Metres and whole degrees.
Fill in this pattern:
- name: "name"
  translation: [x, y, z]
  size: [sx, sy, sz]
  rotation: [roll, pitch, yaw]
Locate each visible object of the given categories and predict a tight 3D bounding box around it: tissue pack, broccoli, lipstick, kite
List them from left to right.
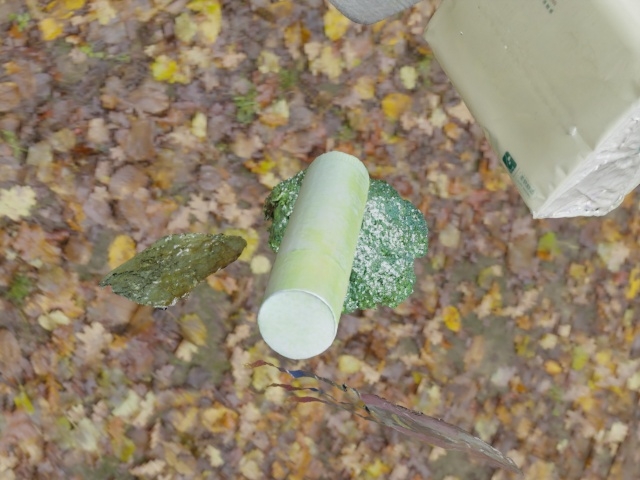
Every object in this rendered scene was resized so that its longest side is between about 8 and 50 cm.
- name: "lipstick"
  translation: [0.000, 0.000, 0.981]
  size: [0.076, 0.304, 0.076]
  rotation: [4, 117, 7]
- name: "broccoli"
  translation: [0.031, 0.008, 1.550]
  size: [0.270, 0.270, 0.270]
  rotation: [14, 48, -17]
- name: "kite"
  translation: [0.066, 0.202, 1.194]
  size: [0.204, 0.360, 0.022]
  rotation: [42, 66, -48]
- name: "tissue pack"
  translation: [0.346, -0.260, 1.412]
  size: [0.207, 0.380, 0.297]
  rotation: [-2, 142, -36]

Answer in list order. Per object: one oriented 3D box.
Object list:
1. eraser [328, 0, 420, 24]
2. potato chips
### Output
- name: "eraser"
  translation: [0.103, -0.342, 0.803]
  size: [0.111, 0.077, 0.352]
  rotation: [27, 88, -50]
- name: "potato chips"
  translation: [-0.205, 0.040, 1.411]
  size: [0.209, 0.142, 0.026]
  rotation: [-5, 136, 10]
